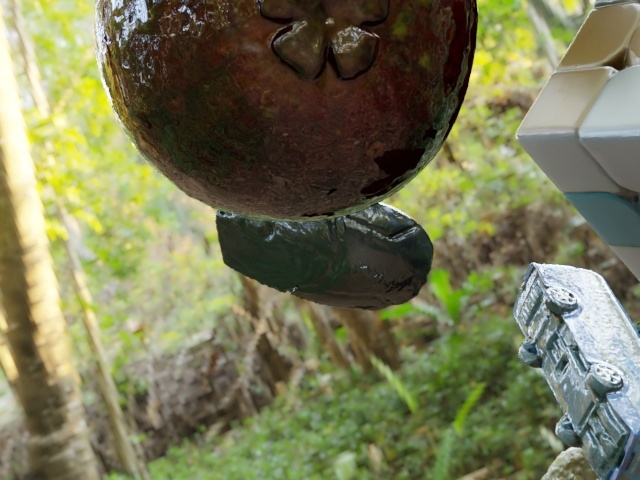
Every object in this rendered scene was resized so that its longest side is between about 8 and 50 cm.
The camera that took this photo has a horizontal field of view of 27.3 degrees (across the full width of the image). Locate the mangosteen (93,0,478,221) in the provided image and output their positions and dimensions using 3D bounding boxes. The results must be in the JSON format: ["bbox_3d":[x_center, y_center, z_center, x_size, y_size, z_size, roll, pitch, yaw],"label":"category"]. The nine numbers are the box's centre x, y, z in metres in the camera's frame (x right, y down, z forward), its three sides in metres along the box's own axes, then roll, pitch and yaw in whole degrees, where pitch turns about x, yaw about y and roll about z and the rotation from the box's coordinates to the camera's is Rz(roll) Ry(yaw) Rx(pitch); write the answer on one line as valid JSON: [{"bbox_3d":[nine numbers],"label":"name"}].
[{"bbox_3d":[-0.029,-0.117,0.757,0.215,0.215,0.257,-23,9,-15],"label":"mangosteen"}]

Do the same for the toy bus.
[{"bbox_3d":[0.160,0.075,0.767,0.061,0.153,0.051,5,-55,-18],"label":"toy bus"}]

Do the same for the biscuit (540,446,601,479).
[{"bbox_3d":[0.276,0.284,1.237,0.220,0.220,0.033,-22,9,-28],"label":"biscuit"}]

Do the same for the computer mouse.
[{"bbox_3d":[0.000,0.000,1.276,0.217,0.122,0.073,20,16,11],"label":"computer mouse"}]

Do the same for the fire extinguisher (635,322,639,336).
[{"bbox_3d":[0.391,0.158,1.586,0.035,0.173,0.049,7,54,25],"label":"fire extinguisher"}]

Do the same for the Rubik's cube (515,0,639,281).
[{"bbox_3d":[0.520,-0.152,1.636,0.347,0.346,0.344,5,57,56],"label":"Rubik's cube"}]
